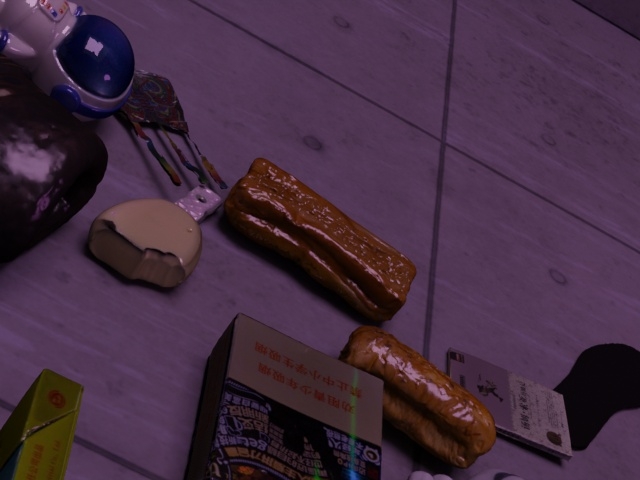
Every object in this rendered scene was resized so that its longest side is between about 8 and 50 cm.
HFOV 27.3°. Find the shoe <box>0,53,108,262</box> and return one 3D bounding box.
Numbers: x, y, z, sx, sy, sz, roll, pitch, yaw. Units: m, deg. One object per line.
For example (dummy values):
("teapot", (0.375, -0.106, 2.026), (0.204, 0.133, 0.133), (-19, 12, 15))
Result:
("shoe", (-0.391, -0.075, 1.390), (0.237, 0.171, 0.384), (38, 24, 14))

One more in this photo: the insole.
("insole", (0.401, 0.216, 1.885), (0.119, 0.009, 0.348), (43, 32, 16))

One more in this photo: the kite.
("kite", (-0.220, -0.155, 1.792), (0.152, 0.015, 0.285), (5, 36, -41))

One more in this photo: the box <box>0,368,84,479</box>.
("box", (-0.266, 0.275, 1.025), (0.047, 0.187, 0.335), (27, 33, -18))

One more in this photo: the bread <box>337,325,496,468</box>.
("bread", (0.114, 0.185, 1.578), (0.211, 0.083, 0.114), (37, 8, -3))

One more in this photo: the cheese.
("cheese", (-0.181, -0.018, 1.620), (0.127, 0.050, 0.255), (35, 28, 6))

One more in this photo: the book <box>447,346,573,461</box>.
("book", (0.247, 0.214, 1.731), (0.181, 0.014, 0.127), (24, 33, -11))

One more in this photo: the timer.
("timer", (-0.393, -0.298, 1.652), (0.383, 0.270, 0.270), (39, 29, -21))

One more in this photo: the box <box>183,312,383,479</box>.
("box", (-0.036, 0.233, 1.389), (0.198, 0.084, 0.310), (27, 33, -14))

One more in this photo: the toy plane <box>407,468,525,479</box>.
("toy plane", (0.190, 0.340, 1.427), (0.252, 0.118, 0.252), (26, 30, -17))

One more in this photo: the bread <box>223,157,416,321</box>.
("bread", (0.001, -0.002, 1.741), (0.271, 0.077, 0.139), (33, 28, -5))
